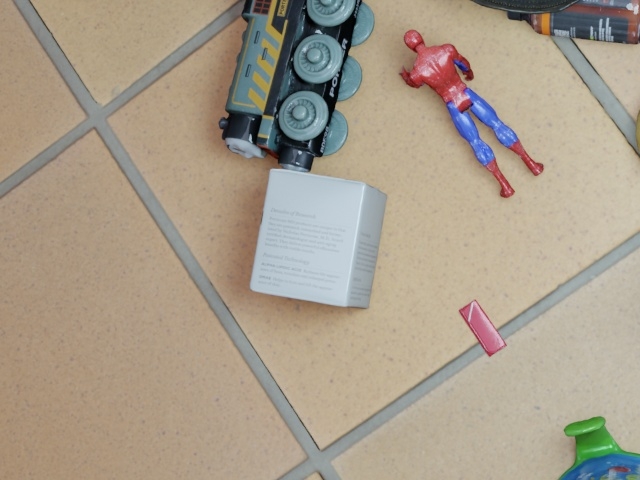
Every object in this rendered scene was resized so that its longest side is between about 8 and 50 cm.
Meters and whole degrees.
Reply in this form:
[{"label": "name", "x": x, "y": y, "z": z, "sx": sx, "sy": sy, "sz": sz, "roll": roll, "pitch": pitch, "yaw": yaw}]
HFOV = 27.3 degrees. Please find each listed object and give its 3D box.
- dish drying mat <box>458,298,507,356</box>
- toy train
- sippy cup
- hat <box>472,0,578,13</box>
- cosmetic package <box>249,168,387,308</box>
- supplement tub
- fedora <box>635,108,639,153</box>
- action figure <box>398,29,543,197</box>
[{"label": "dish drying mat", "x": 0.241, "y": 0.130, "z": 1.961, "sx": 0.032, "sy": 0.008, "sz": 0.083, "roll": -35, "pitch": 79, "yaw": 8}, {"label": "toy train", "x": -0.040, "y": -0.270, "z": 1.996, "sx": 0.190, "sy": 0.142, "sz": 0.334, "roll": 12, "pitch": 85, "yaw": 22}, {"label": "sippy cup", "x": 0.407, "y": 0.411, "z": 1.789, "sx": 0.305, "sy": 0.224, "sz": 0.240, "roll": 39, "pitch": 95, "yaw": 14}, {"label": "hat", "x": 0.297, "y": -0.484, "z": 1.870, "sx": 0.331, "sy": 0.134, "sz": 0.331, "roll": -4, "pitch": 59, "yaw": 7}, {"label": "cosmetic package", "x": 0.000, "y": 0.000, "z": 1.958, "sx": 0.151, "sy": 0.151, "sz": 0.183, "roll": 9, "pitch": 87, "yaw": 15}, {"label": "supplement tub", "x": 0.374, "y": -0.346, "z": 1.912, "sx": 0.198, "sy": 0.106, "sz": 0.106, "roll": 9, "pitch": 88, "yaw": 15}, {"label": "fedora", "x": 0.543, "y": -0.146, "z": 1.869, "sx": 0.194, "sy": 0.079, "sz": 0.194, "roll": -4, "pitch": 77, "yaw": 17}, {"label": "action figure", "x": 0.211, "y": -0.201, "z": 1.961, "sx": 0.091, "sy": 0.139, "sz": 0.280, "roll": -37, "pitch": 100, "yaw": 6}]
